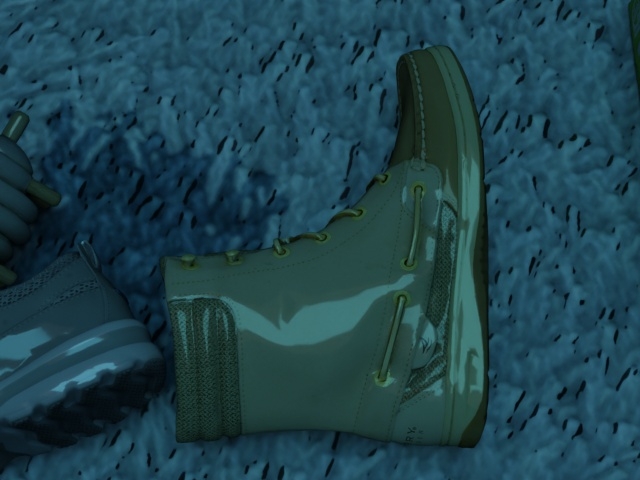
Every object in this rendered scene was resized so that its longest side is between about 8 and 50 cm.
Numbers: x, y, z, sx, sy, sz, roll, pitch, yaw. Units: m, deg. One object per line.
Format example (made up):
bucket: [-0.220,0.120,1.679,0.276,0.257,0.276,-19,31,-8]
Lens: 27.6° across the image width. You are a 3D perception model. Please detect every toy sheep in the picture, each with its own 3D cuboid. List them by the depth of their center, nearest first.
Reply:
toy sheep: [-0.219,-0.023,0.831,0.091,0.091,0.132,23,74,7]

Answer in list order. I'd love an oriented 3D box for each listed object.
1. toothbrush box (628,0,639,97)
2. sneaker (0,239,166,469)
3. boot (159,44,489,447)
toothbrush box: [0.326,-0.061,0.837,0.206,0.122,0.283,-1,72,-1]
sneaker: [-0.238,0.094,0.787,0.281,0.105,0.115,-21,63,-9]
boot: [0.000,0.000,0.823,0.203,0.095,0.262,0,77,0]
